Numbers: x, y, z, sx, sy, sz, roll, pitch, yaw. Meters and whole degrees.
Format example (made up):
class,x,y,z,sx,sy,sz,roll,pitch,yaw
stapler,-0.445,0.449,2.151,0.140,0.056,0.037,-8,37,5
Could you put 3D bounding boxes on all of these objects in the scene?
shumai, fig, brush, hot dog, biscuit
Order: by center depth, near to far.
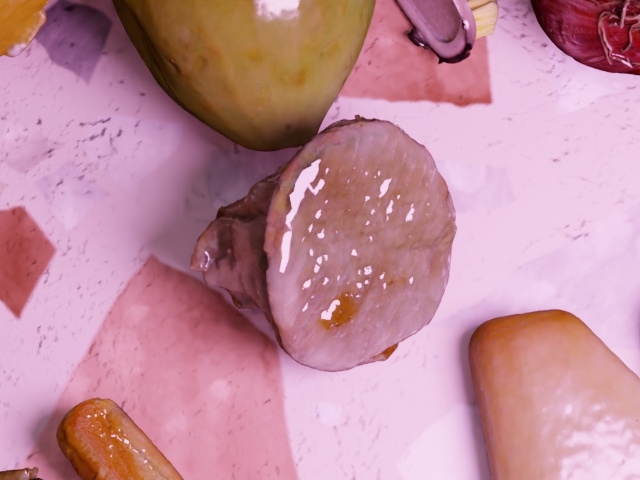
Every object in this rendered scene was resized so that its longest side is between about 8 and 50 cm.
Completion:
class,x,y,z,sx,sy,sz,roll,pitch,yaw
hot dog,-0.115,0.207,1.430,0.066,0.047,0.215,-32,75,-27
biscuit,0.244,0.178,1.446,0.237,0.062,0.290,-7,71,-4
shumai,0.000,0.000,1.472,0.120,0.201,0.201,19,66,48
fig,-0.059,-0.190,1.481,0.207,0.207,0.230,1,70,-2
brush,0.050,-0.278,1.595,0.067,0.072,0.313,-22,69,-33

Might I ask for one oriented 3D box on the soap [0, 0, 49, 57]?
class,x,y,z,sx,sy,sz,roll,pitch,yaw
soap,-0.294,-0.315,1.500,0.169,0.304,0.338,8,48,-45

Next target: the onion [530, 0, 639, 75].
class,x,y,z,sx,sy,sz,roll,pitch,yaw
onion,0.293,-0.218,1.478,0.281,0.221,0.281,-10,36,7

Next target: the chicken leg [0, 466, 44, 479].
class,x,y,z,sx,sy,sz,roll,pitch,yaw
chicken leg,-0.295,0.179,1.412,0.228,0.088,0.103,-6,59,0
